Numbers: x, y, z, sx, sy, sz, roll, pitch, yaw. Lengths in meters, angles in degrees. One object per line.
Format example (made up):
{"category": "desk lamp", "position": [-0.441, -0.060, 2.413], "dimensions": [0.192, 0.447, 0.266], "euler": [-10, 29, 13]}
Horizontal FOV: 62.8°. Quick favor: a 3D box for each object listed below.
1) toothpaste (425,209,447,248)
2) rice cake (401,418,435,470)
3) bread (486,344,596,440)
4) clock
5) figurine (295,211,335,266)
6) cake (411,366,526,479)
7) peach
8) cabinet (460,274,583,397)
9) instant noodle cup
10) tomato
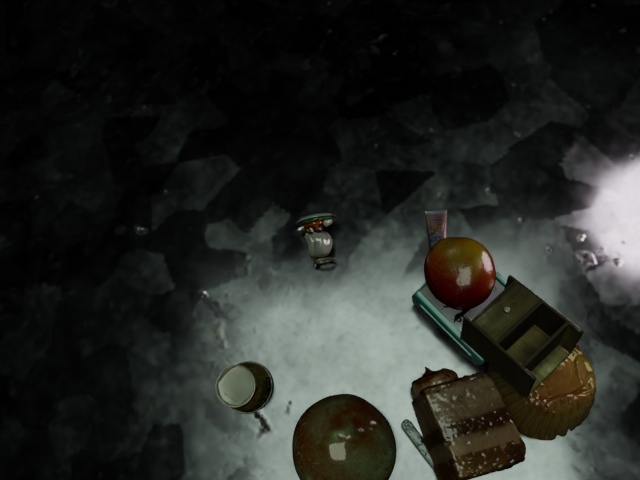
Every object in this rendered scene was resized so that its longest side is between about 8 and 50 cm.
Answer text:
{"category": "toothpaste", "position": [0.358, -0.005, 1.591], "dimensions": [0.067, 0.043, 0.195], "euler": [-3, 65, 9]}
{"category": "rice cake", "position": [0.288, 0.570, 1.401], "dimensions": [0.033, 0.033, 0.208], "euler": [-37, 70, -4]}
{"category": "bread", "position": [0.577, 0.376, 1.368], "dimensions": [0.274, 0.149, 0.274], "euler": [-3, 63, 5]}
{"category": "clock", "position": [0.423, 0.187, 1.481], "dimensions": [0.231, 0.116, 0.262], "euler": [-40, 71, -12]}
{"category": "figurine", "position": [0.000, 0.000, 1.607], "dimensions": [0.132, 0.132, 0.154], "euler": [-12, 82, 4]}
{"category": "cake", "position": [0.359, 0.454, 1.344], "dimensions": [0.198, 0.196, 0.293], "euler": [-16, 64, -8]}
{"category": "peach", "position": [0.362, 0.093, 1.364], "dimensions": [0.197, 0.197, 0.197], "euler": [-3, 71, 7]}
{"category": "cabinet", "position": [0.486, 0.232, 1.294], "dimensions": [0.174, 0.148, 0.215], "euler": [-38, 57, -14]}
{"category": "instant noodle cup", "position": [-0.223, 0.411, 1.485], "dimensions": [0.151, 0.122, 0.152], "euler": [-4, 70, 10]}
{"category": "tomato", "position": [0.062, 0.519, 1.331], "dimensions": [0.270, 0.223, 0.270], "euler": [3, 49, -3]}
